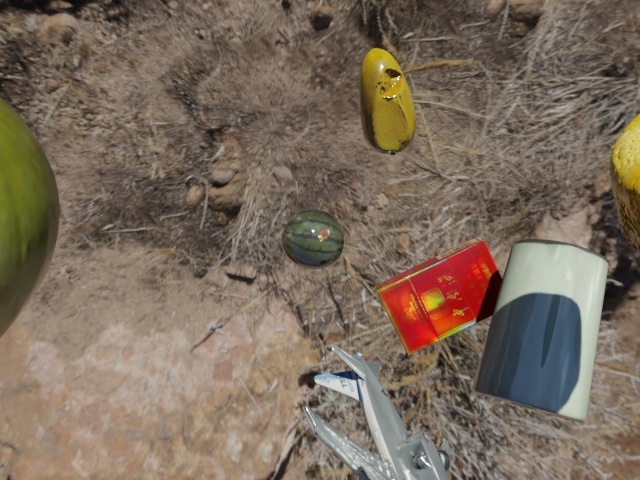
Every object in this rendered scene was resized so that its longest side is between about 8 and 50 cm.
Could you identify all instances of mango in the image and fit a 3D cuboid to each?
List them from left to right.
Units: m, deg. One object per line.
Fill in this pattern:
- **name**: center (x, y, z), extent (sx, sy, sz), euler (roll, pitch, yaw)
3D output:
- **mango**: center (0.155, -0.328, 1.474), extent (0.130, 0.167, 0.262), euler (-14, 136, 0)

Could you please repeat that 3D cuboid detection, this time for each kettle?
- **kettle**: center (0.528, 0.214, 1.471), extent (0.250, 0.361, 0.376), euler (12, 79, 19)

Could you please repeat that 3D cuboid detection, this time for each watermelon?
- **watermelon**: center (0.000, 0.000, 1.059), extent (0.133, 0.105, 0.105), euler (10, 99, -9)

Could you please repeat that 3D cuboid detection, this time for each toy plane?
- **toy plane**: center (0.064, 0.173, 0.448), extent (0.058, 0.226, 0.226), euler (-43, 142, 12)

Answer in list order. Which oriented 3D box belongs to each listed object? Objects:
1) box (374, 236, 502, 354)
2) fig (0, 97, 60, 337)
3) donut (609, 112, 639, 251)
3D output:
- **box**: center (0.328, 0.147, 1.651), extent (0.313, 0.089, 0.197), euler (-26, 96, 4)
- **fig**: center (-0.358, 0.001, 0.446), extent (0.316, 0.316, 0.316), euler (-1, 100, -4)
- **donut**: center (0.486, -0.105, 0.746), extent (0.303, 0.303, 0.110), euler (-38, 110, 3)
